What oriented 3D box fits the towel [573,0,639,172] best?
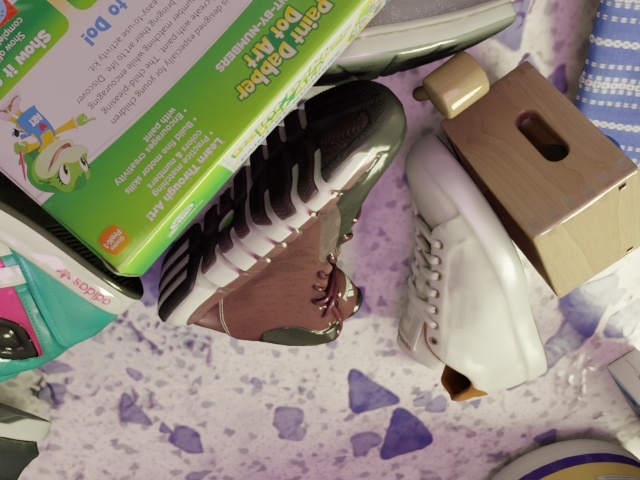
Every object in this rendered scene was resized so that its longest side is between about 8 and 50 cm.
[{"bbox_3d":[0.321,-0.149,0.454,0.243,0.040,0.336,14,135,18],"label":"towel"}]

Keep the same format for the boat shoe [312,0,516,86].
[{"bbox_3d":[-0.026,-0.160,0.448,0.320,0.118,0.103,-5,98,1],"label":"boat shoe"}]

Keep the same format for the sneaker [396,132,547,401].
[{"bbox_3d":[0.115,0.047,0.585,0.123,0.106,0.290,-26,121,2],"label":"sneaker"}]

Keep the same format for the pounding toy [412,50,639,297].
[{"bbox_3d":[0.152,-0.083,0.493,0.094,0.181,0.206,-35,145,9],"label":"pounding toy"}]

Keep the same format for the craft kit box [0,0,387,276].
[{"bbox_3d":[-0.113,-0.152,0.361,0.246,0.061,0.250,41,84,3],"label":"craft kit box"}]

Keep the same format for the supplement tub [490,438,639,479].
[{"bbox_3d":[0.324,0.410,0.690,0.240,0.331,0.241,-4,119,-8],"label":"supplement tub"}]

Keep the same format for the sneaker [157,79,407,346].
[{"bbox_3d":[0.000,0.000,0.540,0.162,0.106,0.281,29,129,-31],"label":"sneaker"}]

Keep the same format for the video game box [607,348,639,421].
[{"bbox_3d":[0.411,0.241,0.697,0.048,0.187,0.205,-36,118,6],"label":"video game box"}]

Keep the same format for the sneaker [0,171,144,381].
[{"bbox_3d":[-0.304,0.008,0.490,0.178,0.124,0.295,-43,118,3],"label":"sneaker"}]

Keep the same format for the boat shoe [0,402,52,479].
[{"bbox_3d":[-0.308,0.159,0.485,0.114,0.091,0.302,12,162,16],"label":"boat shoe"}]
